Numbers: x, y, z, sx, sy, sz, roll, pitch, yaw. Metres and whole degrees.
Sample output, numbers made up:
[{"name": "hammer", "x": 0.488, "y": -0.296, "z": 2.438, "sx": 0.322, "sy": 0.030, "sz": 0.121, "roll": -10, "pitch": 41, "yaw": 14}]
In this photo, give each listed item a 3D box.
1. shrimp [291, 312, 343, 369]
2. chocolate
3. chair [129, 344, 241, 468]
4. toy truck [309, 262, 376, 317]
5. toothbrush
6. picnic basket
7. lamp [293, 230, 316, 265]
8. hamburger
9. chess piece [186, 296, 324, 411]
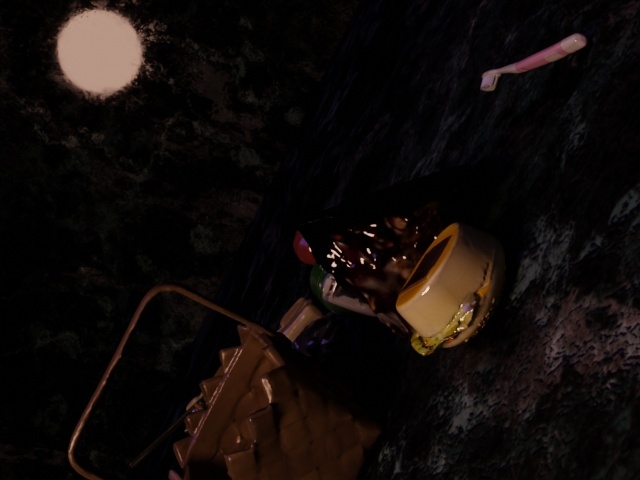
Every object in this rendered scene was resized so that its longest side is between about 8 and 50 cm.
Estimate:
[{"name": "shrimp", "x": -0.014, "y": 0.166, "z": 1.432, "sx": 0.168, "sy": 0.077, "sz": 0.317, "roll": -68, "pitch": 8, "yaw": -30}, {"name": "chocolate", "x": 0.105, "y": 0.024, "z": 1.102, "sx": 0.206, "sy": 0.177, "sz": 0.224, "roll": -18, "pitch": 6, "yaw": 8}, {"name": "chair", "x": -0.129, "y": 0.291, "z": 1.392, "sx": 0.247, "sy": 0.159, "sz": 0.172, "roll": -50, "pitch": -38, "yaw": -17}, {"name": "toy truck", "x": 0.041, "y": 0.048, "z": 1.362, "sx": 0.242, "sy": 0.101, "sz": 0.125, "roll": -159, "pitch": 89, "yaw": -82}, {"name": "toothbrush", "x": 0.250, "y": -0.212, "z": 1.141, "sx": 0.286, "sy": 0.020, "sz": 0.025, "roll": -179, "pitch": 104, "yaw": -79}, {"name": "picnic basket", "x": -0.114, "y": 0.223, "z": 1.151, "sx": 0.254, "sy": 0.321, "sz": 0.291, "roll": -62, "pitch": 13, "yaw": -1}, {"name": "lamp", "x": 0.000, "y": 0.000, "z": 1.679, "sx": 0.101, "sy": 0.090, "sz": 0.101, "roll": -22, "pitch": 34, "yaw": 15}, {"name": "hamburger", "x": 0.134, "y": 0.051, "z": 0.954, "sx": 0.126, "sy": 0.081, "sz": 0.141, "roll": -49, "pitch": 7, "yaw": 49}, {"name": "chess piece", "x": -0.097, "y": 0.223, "z": 1.637, "sx": 0.301, "sy": 0.137, "sz": 0.137, "roll": -51, "pitch": 13, "yaw": 7}]
